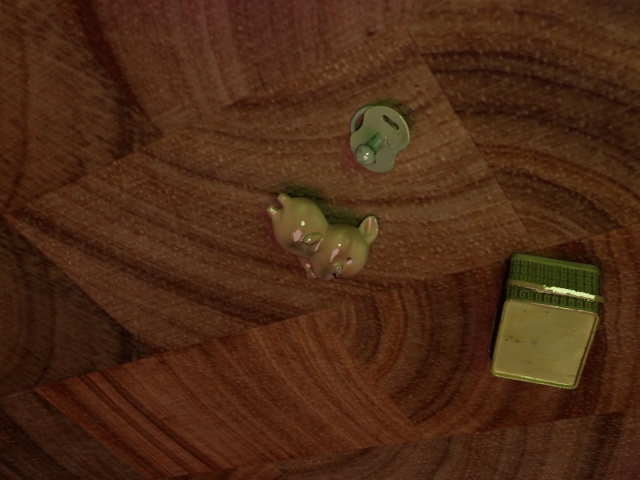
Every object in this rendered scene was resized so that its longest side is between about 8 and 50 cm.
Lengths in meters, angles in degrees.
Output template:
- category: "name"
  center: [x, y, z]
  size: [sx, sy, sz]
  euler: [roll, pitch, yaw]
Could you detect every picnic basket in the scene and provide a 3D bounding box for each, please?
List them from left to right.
- category: "picnic basket"
  center: [0.273, 0.100, 0.927]
  size: [0.115, 0.080, 0.164]
  euler: [10, 135, 10]

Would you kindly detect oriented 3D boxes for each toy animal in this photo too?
- category: "toy animal"
  center: [0.002, -0.005, 0.921]
  size: [0.150, 0.089, 0.083]
  euler: [32, 157, -18]

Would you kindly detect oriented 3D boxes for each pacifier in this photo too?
- category: "pacifier"
  center: [0.054, -0.105, 0.807]
  size: [0.068, 0.064, 0.083]
  euler: [39, 135, 4]
